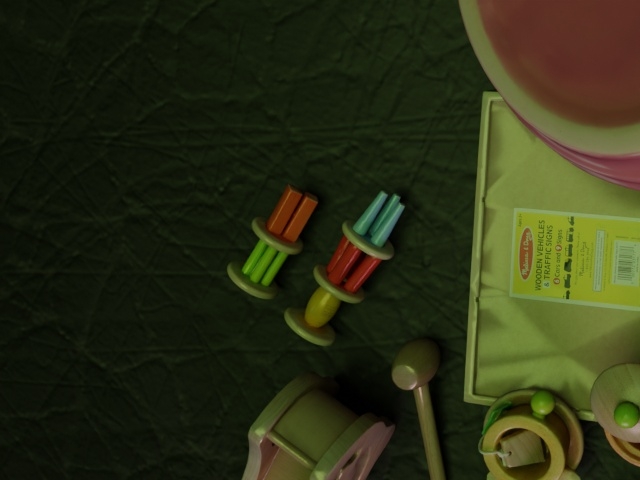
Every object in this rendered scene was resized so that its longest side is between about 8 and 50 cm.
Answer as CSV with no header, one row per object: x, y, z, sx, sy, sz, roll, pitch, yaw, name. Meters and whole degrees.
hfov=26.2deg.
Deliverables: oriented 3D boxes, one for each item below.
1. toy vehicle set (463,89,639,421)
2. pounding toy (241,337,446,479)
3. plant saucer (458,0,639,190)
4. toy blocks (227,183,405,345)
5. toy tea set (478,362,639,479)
0.209,0.013,1.130,0.166,0.035,0.267,7,100,23,toy vehicle set
0.016,0.211,1.180,0.155,0.154,0.270,34,110,16,pounding toy
0.210,-0.187,0.944,0.332,0.084,0.332,24,124,42,plant saucer
0.000,0.000,1.212,0.123,0.054,0.148,38,111,14,toy blocks
0.191,0.240,1.096,0.200,0.124,0.336,16,113,20,toy tea set
